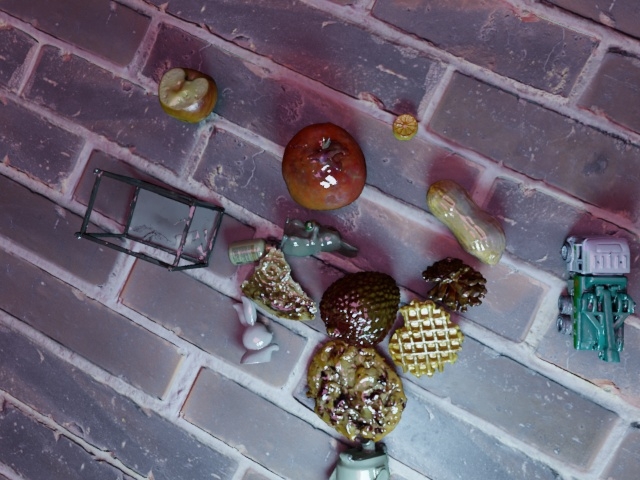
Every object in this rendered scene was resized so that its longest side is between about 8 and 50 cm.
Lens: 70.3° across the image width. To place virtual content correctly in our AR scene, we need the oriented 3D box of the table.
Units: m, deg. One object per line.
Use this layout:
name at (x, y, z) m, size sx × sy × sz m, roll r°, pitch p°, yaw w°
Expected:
table at (-0.533, -0.062, 1.460) m, size 0.334 × 0.272 × 0.222 m, roll 18°, pitch 92°, yaw 8°

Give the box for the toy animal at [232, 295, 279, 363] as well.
toy animal at (-0.212, 0.293, 1.502) m, size 0.130 × 0.104 × 0.221 m, roll -2°, pitch 73°, yaw -21°

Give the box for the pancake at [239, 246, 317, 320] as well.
pancake at (-0.131, 0.140, 1.492) m, size 0.265 × 0.057 × 0.245 m, roll 7°, pitch 104°, yaw 6°

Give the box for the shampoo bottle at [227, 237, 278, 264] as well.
shampoo bottle at (-0.221, 0.033, 1.512) m, size 0.161 × 0.079 × 0.079 m, roll -10°, pitch 88°, yaw 8°

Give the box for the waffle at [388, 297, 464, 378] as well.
waffle at (0.312, 0.311, 1.418) m, size 0.249 × 0.056 × 0.253 m, roll 46°, pitch 113°, yaw -4°

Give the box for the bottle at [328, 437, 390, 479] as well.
bottle at (0.133, 0.799, 1.390) m, size 0.229 × 0.229 × 0.352 m, roll -6°, pitch 83°, yaw 8°

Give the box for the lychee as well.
lychee at (0.125, 0.206, 1.390) m, size 0.271 × 0.236 × 0.236 m, roll -38°, pitch 84°, yaw -16°

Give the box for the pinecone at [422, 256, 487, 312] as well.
pinecone at (0.407, 0.133, 1.375) m, size 0.195 × 0.179 × 0.150 m, roll 28°, pitch 94°, yaw -14°

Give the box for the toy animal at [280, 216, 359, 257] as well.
toy animal at (0.000, 0.000, 1.477) m, size 0.251 × 0.127 × 0.126 m, roll 9°, pitch 79°, yaw -6°

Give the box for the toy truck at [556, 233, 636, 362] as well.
toy truck at (0.807, 0.160, 1.318) m, size 0.176 × 0.178 × 0.364 m, roll 0°, pitch 87°, yaw 8°

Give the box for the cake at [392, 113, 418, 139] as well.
cake at (0.273, -0.364, 1.462) m, size 0.084 × 0.044 × 0.084 m, roll 0°, pitch 88°, yaw 8°

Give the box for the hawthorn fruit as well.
hawthorn fruit at (0.009, -0.238, 1.375) m, size 0.275 × 0.307 × 0.276 m, roll -1°, pitch 76°, yaw 4°

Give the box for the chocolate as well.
chocolate at (0.449, -0.061, 1.392) m, size 0.134 × 0.134 × 0.309 m, roll -39°, pitch 82°, yaw 6°

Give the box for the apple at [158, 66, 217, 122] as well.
apple at (-0.436, -0.480, 1.505) m, size 0.195 × 0.160 × 0.173 m, roll 22°, pitch 96°, yaw 6°

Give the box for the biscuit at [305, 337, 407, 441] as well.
biscuit at (0.104, 0.473, 1.438) m, size 0.334 × 0.081 × 0.289 m, roll 37°, pitch 90°, yaw 18°
